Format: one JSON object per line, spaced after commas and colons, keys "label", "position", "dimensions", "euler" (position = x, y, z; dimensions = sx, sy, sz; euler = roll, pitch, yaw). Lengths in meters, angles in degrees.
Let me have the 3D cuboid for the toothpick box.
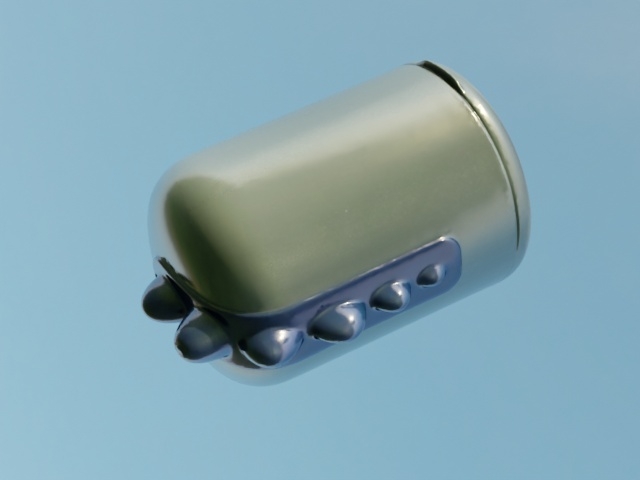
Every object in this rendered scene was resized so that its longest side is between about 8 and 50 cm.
{"label": "toothpick box", "position": [0.000, 0.000, 1.066], "dimensions": [0.263, 0.355, 0.263], "euler": [51, -25, 35]}
